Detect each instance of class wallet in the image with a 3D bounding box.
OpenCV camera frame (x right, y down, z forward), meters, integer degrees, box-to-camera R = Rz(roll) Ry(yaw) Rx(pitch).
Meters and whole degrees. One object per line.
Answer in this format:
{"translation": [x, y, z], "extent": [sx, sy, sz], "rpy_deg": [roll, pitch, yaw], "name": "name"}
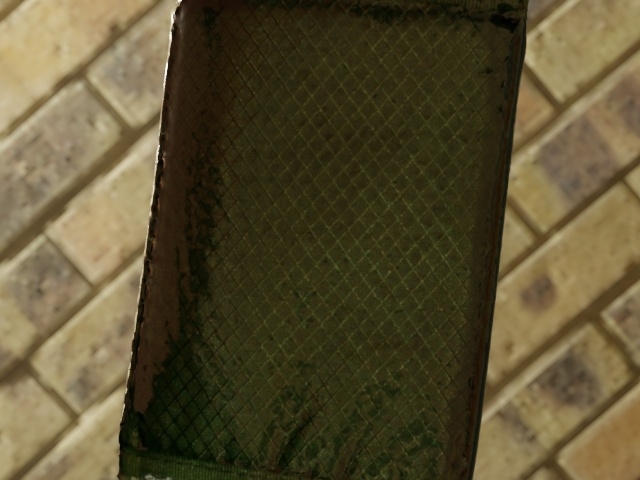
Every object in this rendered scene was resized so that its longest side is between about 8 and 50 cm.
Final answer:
{"translation": [0.001, 0.000, 0.714], "extent": [0.160, 0.236, 0.055], "rpy_deg": [7, 2, 23], "name": "wallet"}
